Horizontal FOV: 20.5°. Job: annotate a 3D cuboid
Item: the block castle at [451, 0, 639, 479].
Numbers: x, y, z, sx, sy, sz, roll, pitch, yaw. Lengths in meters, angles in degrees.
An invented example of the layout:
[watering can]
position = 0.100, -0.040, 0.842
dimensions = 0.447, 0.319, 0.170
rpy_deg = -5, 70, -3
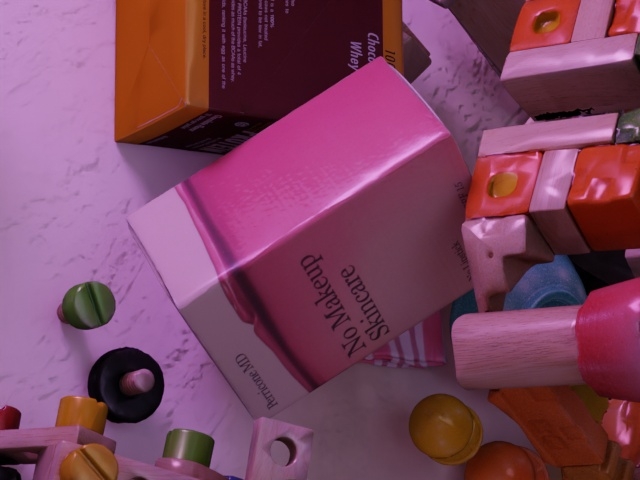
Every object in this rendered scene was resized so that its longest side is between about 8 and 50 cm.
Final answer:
[block castle]
position = 0.285, -0.023, 1.328
dimensions = 0.303, 0.212, 0.453
rpy_deg = 50, 47, -40

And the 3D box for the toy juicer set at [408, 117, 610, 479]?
[toy juicer set]
position = 0.139, 0.080, 1.468
dimensions = 0.209, 0.089, 0.329
rpy_deg = -33, 117, -20

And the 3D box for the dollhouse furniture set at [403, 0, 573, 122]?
[dollhouse furniture set]
position = 0.233, -0.204, 1.633
dimensions = 0.355, 0.174, 0.303
rpy_deg = -43, 119, -1

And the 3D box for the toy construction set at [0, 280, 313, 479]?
[toy construction set]
position = -0.134, 0.211, 1.210
dimensions = 0.257, 0.237, 0.309
rpy_deg = 46, 62, -16

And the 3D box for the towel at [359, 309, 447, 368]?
[towel]
position = 0.022, 0.027, 1.464
dimensions = 0.197, 0.029, 0.144
rpy_deg = 9, 75, -30

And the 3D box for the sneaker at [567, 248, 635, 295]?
[sneaker]
position = 0.255, 0.008, 1.570
dimensions = 0.286, 0.109, 0.130
rpy_deg = 3, 87, -28

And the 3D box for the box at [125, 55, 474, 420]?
[box]
position = 0.000, 0.000, 1.316
dimensions = 0.232, 0.127, 0.149
rpy_deg = -33, 131, -3

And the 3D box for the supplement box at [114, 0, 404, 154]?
[supplement box]
position = -0.048, -0.170, 1.400
dimensions = 0.194, 0.129, 0.191
rpy_deg = 6, 78, -30

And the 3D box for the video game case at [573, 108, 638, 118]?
[video game case]
position = 0.316, -0.163, 1.571
dimensions = 0.201, 0.023, 0.183
rpy_deg = -12, 115, -18
